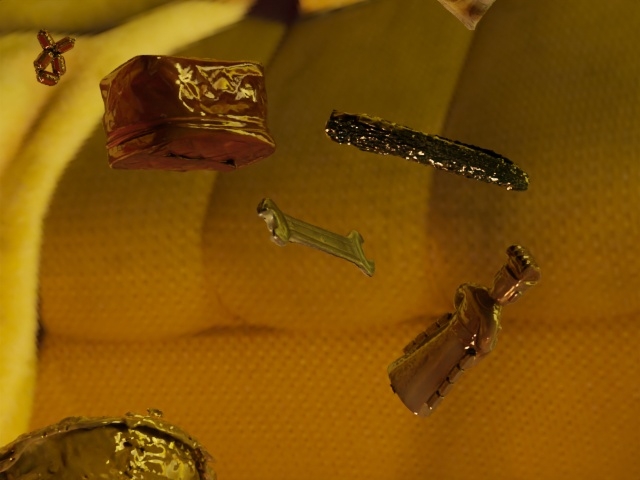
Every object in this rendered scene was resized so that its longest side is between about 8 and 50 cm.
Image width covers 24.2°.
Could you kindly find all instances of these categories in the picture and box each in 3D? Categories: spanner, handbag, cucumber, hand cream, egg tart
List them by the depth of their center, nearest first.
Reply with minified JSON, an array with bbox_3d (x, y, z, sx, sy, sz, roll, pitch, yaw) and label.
[{"bbox_3d":[-0.231,0.313,1.478,0.315,0.315,0.120,-27,39,-12],"label":"egg tart"},{"bbox_3d":[0.131,-0.109,1.804,0.257,0.044,0.043,16,18,0],"label":"cucumber"},{"bbox_3d":[0.203,-0.319,1.865,0.042,0.067,0.194,-55,6,-24],"label":"hand cream"},{"bbox_3d":[0.000,0.000,1.920,0.017,0.302,0.071,-26,71,21],"label":"spanner"},{"bbox_3d":[-0.169,-0.156,1.921,0.225,0.135,0.146,0,-14,-42],"label":"handbag"}]

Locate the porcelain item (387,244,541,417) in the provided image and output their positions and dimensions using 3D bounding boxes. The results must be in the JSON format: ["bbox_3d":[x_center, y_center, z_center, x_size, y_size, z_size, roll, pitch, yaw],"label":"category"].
[{"bbox_3d":[0.155,0.089,1.554,0.213,0.054,0.084,-50,50,27],"label":"porcelain item"}]

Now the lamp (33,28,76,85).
[{"bbox_3d":[-0.411,-0.277,2.291,0.063,0.083,0.031,12,-8,-32],"label":"lamp"}]
